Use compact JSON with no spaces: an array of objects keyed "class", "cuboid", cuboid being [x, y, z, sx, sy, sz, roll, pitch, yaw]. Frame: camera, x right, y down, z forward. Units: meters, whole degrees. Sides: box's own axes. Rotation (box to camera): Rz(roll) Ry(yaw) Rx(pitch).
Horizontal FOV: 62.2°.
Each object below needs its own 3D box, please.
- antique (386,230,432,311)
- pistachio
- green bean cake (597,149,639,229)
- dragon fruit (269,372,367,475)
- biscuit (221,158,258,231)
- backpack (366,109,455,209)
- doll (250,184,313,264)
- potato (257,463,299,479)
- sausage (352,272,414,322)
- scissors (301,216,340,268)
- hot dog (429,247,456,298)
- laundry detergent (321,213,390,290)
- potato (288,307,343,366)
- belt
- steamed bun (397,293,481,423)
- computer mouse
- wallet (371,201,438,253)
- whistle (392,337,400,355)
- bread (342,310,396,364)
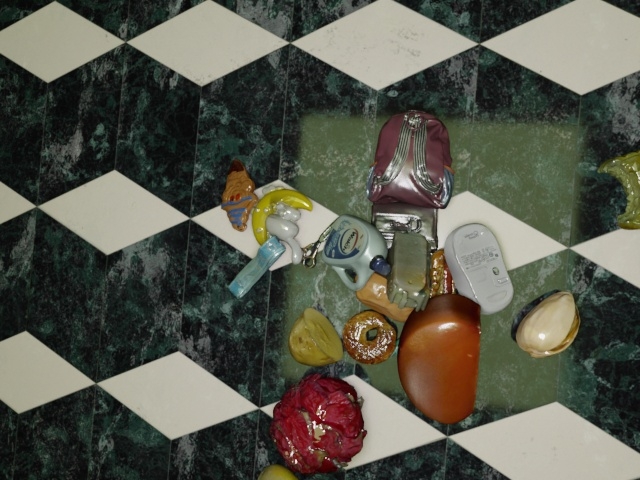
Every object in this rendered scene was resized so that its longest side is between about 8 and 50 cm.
[{"class":"antique","cuboid":[0.277,0.107,1.675,0.125,0.284,0.150,11,125,1]},{"class":"pistachio","cuboid":[0.724,0.268,1.675,0.157,0.157,0.229,41,84,10]},{"class":"green bean cake","cuboid":[1.006,-0.168,1.631,0.232,0.124,0.236,-20,85,11]},{"class":"dragon fruit","cuboid":[-0.011,0.601,1.731,0.329,0.329,0.329,0,88,12]},{"class":"biscuit","cuboid":[-0.296,-0.166,1.910,0.183,0.043,0.280,-16,74,34]},{"class":"backpack","cuboid":[0.302,-0.268,1.741,0.283,0.197,0.317,7,89,13]},{"class":"doll","cuboid":[-0.138,-0.068,1.871,0.252,0.111,0.237,24,93,17]},{"class":"potato","cuboid":[-0.129,0.872,1.838,0.194,0.157,0.157,23,93,-2]},{"class":"sausage","cuboid":[0.219,0.180,1.782,0.241,0.120,0.136,29,106,18]},{"class":"scissors","cuboid":[0.000,0.000,1.889,0.088,0.017,0.220,43,97,13]},{"class":"hot dog","cuboid":[0.398,0.149,1.763,0.131,0.069,0.253,5,88,-20]},{"class":"laundry detergent","cuboid":[0.127,0.050,1.740,0.280,0.105,0.215,43,110,49]},{"class":"potato","cuboid":[-0.036,0.356,1.820,0.203,0.178,0.158,45,114,-5]},{"class":"belt","cuboid":[-0.228,0.099,1.852,0.072,0.087,0.302,46,121,4]},{"class":"steamed bun","cuboid":[0.363,0.361,1.654,0.248,0.235,0.380,4,114,14]},{"class":"computer mouse","cuboid":[0.512,0.094,1.726,0.184,0.121,0.297,-23,80,-10]},{"class":"wallet","cuboid":[0.287,-0.043,1.816,0.229,0.049,0.182,0,86,10]},{"class":"whistle","cuboid":[0.301,0.328,1.808,0.039,0.039,0.186,45,98,9]},{"class":"bread","cuboid":[0.164,0.333,1.810,0.193,0.064,0.193,-3,80,21]}]
